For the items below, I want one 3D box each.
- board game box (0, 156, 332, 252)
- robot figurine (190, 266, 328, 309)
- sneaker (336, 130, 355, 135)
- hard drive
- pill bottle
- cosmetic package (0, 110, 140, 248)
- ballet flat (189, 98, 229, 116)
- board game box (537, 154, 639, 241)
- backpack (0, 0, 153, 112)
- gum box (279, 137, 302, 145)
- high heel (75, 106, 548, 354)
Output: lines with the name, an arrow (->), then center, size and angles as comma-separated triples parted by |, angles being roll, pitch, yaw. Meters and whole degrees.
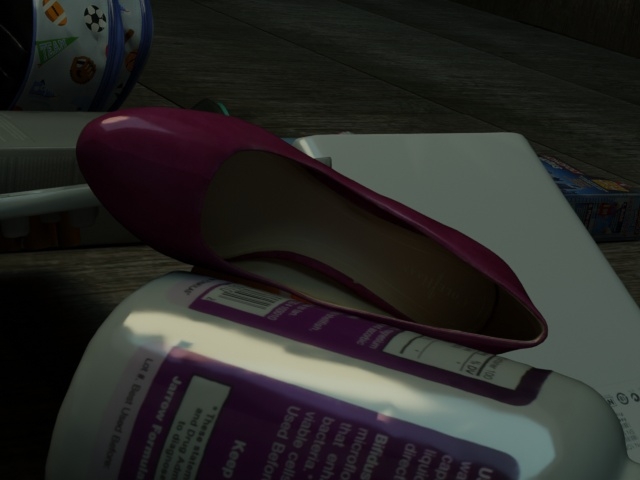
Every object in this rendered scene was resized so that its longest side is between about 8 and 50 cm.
board game box -> -0.254, 0.004, 0.759 | 0.390, 0.050, 0.390 | -10, 6, -36
robot figurine -> -0.002, 0.058, 0.850 | 0.219, 0.128, 0.158 | 5, 45, -17
sneaker -> 0.050, -0.029, 1.208 | 0.111, 0.103, 0.252 | 14, 24, 1
hard drive -> 0.127, 0.062, 0.784 | 0.210, 0.040, 0.318 | -4, 53, -37
pill bottle -> 0.039, 0.129, 0.583 | 0.302, 0.169, 0.169 | 15, 19, 18
cosmetic package -> -0.237, -0.058, 1.130 | 0.238, 0.107, 0.127 | 1, 19, -34
ballet flat -> -0.115, -0.082, 1.286 | 0.096, 0.095, 0.280 | -11, 24, -19
board game box -> 0.266, -0.048, 1.423 | 0.194, 0.060, 0.194 | 4, 18, -20
backpack -> -0.307, -0.220, 1.335 | 0.213, 0.276, 0.263 | 8, 49, -29
gum box -> 0.024, -0.079, 1.421 | 0.184, 0.041, 0.157 | -3, 22, -32
high heel -> 0.000, 0.000, 0.619 | 0.244, 0.082, 0.117 | 30, -6, -30
